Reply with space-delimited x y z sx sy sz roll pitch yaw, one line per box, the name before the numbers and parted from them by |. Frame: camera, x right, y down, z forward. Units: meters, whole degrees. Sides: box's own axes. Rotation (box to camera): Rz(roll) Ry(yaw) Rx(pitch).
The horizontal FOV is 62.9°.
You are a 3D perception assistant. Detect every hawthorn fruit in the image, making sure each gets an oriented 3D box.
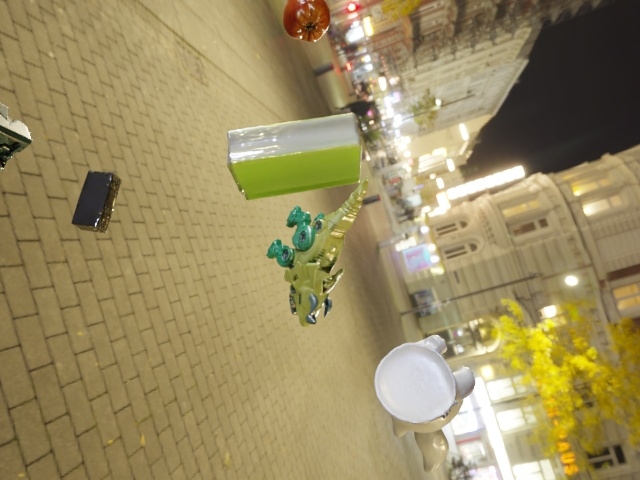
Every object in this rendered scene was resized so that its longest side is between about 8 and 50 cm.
hawthorn fruit | -0.039 -0.575 1.322 0.125 0.125 0.140 -32 110 -79

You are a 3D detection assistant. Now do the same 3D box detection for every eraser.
eraser | -0.052 -0.174 1.144 0.210 0.274 0.092 78 2 -71

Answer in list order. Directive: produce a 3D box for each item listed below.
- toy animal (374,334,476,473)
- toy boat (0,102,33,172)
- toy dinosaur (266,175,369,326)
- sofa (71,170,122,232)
toy animal | 0.146 0.221 0.721 0.103 0.131 0.221 30 -23 29
toy boat | -0.376 -0.088 0.552 0.055 0.141 0.060 32 37 -62
toy dinosaur | 0.000 0.000 0.830 0.094 0.259 0.153 10 23 -38
sofa | -0.443 -0.077 1.038 0.039 0.060 0.118 74 25 -71
